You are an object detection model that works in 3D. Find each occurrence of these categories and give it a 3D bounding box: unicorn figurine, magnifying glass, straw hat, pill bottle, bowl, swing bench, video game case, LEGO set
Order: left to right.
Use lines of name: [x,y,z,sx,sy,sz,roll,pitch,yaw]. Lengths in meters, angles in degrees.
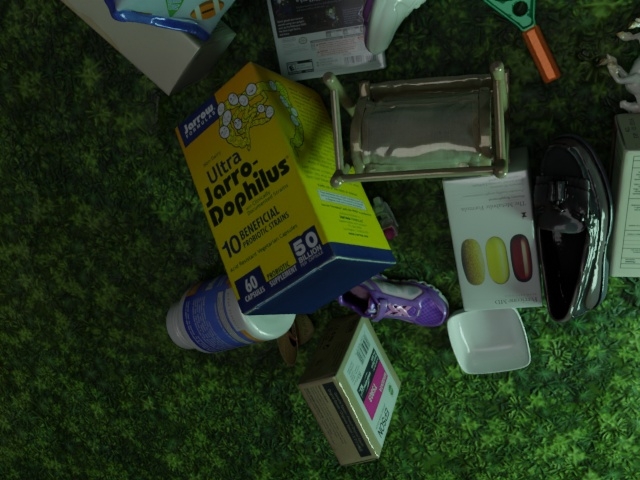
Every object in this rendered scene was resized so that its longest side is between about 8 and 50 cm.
pill bottle: [-0.191,0.144,1.330,0.272,0.152,0.152,-19,108,41]
straw hat: [-0.046,0.184,1.369,0.061,0.144,0.145,-9,118,-23]
LEGO set: [0.000,0.000,1.247,0.287,0.107,0.132,-30,103,26]
video game case: [0.009,-0.369,1.122,0.190,0.022,0.173,-3,114,19]
swing bench: [0.162,-0.181,1.022,0.253,0.254,0.165,-1,100,18]
bowl: [0.323,0.180,1.264,0.141,0.053,0.142,-13,111,22]
magnifying glass: [0.318,-0.356,1.035,0.092,0.026,0.231,-24,103,25]
unicorn figurine: [0.484,-0.259,1.004,0.111,0.060,0.162,29,114,-10]

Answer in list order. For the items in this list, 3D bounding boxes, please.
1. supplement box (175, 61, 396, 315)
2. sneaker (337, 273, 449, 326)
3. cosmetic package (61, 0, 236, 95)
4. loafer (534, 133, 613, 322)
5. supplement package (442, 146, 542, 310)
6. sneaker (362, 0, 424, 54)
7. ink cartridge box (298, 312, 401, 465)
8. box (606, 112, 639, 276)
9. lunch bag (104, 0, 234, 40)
supplement box: [-0.062,-0.077,1.093,0.194,0.195,0.357,-34,68,27]
sneaker: [0.129,0.118,1.266,0.236,0.104,0.095,20,117,6]
cosmetic package: [-0.316,-0.406,1.126,0.309,0.160,0.113,43,120,-4]
loafer: [0.387,-0.010,1.025,0.109,0.095,0.303,13,125,49]
supplement package: [0.300,-0.018,1.132,0.139,0.134,0.244,-7,112,20]
sneaker: [0.162,-0.410,0.989,0.152,0.114,0.305,21,123,-9]
ink cartridge box: [0.064,0.281,1.285,0.088,0.235,0.193,-20,107,25]
box: [0.529,-0.069,1.020,0.148,0.127,0.232,0,126,16]
lunch bag: [-0.211,-0.556,0.974,0.328,0.238,0.386,-40,70,30]
